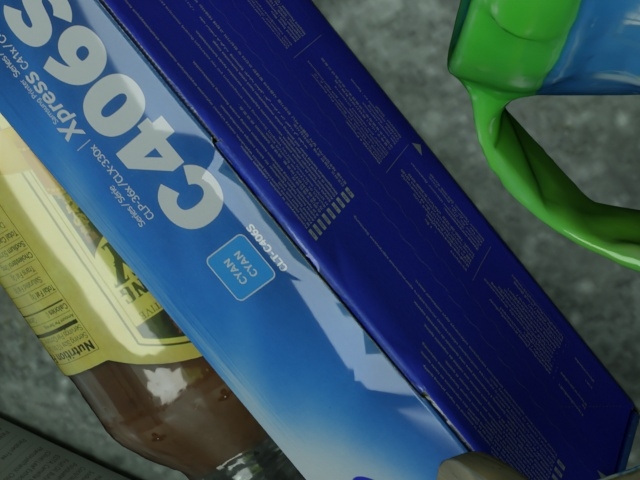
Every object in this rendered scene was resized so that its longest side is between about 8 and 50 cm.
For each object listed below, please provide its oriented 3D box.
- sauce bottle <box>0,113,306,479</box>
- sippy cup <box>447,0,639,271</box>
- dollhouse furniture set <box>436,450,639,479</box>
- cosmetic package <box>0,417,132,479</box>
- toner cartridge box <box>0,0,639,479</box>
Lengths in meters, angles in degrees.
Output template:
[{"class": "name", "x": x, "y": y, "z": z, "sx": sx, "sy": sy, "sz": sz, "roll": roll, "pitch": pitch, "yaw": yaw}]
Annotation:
[{"class": "sauce bottle", "x": -0.089, "y": 0.023, "z": 0.776, "sx": 0.111, "sy": 0.111, "sz": 0.344, "roll": -29, "pitch": 102, "yaw": 27}, {"class": "sippy cup", "x": 0.182, "y": -0.140, "z": 0.558, "sx": 0.224, "sy": 0.240, "sz": 0.305, "roll": 16, "pitch": 151, "yaw": 1}, {"class": "dollhouse furniture set", "x": 0.245, "y": 0.207, "z": 0.639, "sx": 0.362, "sy": 0.256, "sz": 0.394, "roll": -15, "pitch": 103, "yaw": -15}, {"class": "cosmetic package", "x": -0.112, "y": 0.253, "z": 0.854, "sx": 0.365, "sy": 0.155, "sz": 0.197, "roll": 23, "pitch": 115, "yaw": 11}, {"class": "toner cartridge box", "x": 0.000, "y": 0.000, "z": 0.702, "sx": 0.075, "sy": 0.165, "sz": 0.348, "roll": -36, "pitch": 96, "yaw": 29}]
